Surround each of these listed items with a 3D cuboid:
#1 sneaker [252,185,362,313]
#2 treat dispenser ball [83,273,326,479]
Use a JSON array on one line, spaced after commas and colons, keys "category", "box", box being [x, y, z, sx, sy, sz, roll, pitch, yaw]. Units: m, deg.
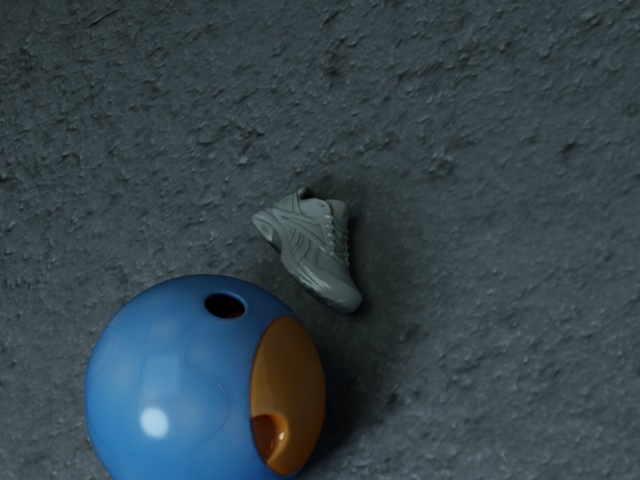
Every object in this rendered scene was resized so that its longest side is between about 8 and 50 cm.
[{"category": "sneaker", "box": [0.000, 0.000, 1.627, 0.115, 0.090, 0.232, -43, 47, 4]}, {"category": "treat dispenser ball", "box": [-0.136, 0.184, 1.478, 0.288, 0.288, 0.288, -19, 54, 28]}]
